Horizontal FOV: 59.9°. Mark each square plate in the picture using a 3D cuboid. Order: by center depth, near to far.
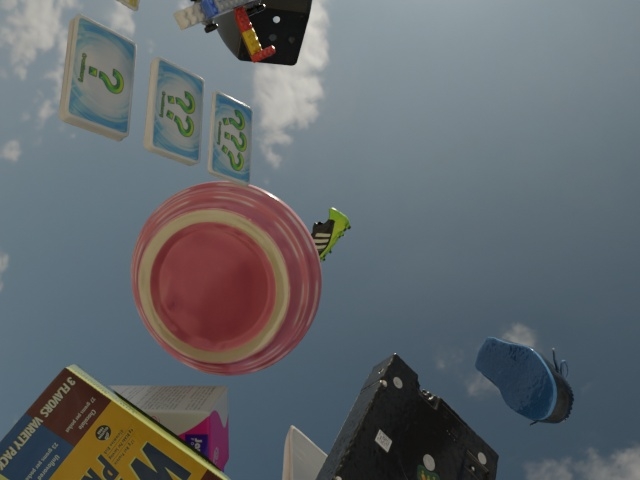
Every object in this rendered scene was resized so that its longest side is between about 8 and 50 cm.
[{"bbox_3d":[-0.005,0.630,1.187,0.049,0.344,0.347,-17,-136,18],"label":"square plate"}]

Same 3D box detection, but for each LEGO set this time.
[{"bbox_3d":[-0.101,-0.185,0.453,0.060,0.182,0.245,-8,-106,37],"label":"LEGO set"}]

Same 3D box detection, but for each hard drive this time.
[{"bbox_3d":[0.112,0.343,0.736,0.237,0.339,0.064,44,-53,-3],"label":"hard drive"}]

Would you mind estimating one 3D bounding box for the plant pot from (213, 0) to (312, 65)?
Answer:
[{"bbox_3d":[-0.111,-0.466,1.140,0.188,0.187,0.167,115,-31,-51],"label":"plant pot"}]

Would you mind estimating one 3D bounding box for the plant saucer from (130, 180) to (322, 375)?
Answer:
[{"bbox_3d":[-0.165,0.069,0.915,0.331,0.084,0.333,1,-82,7],"label":"plant saucer"}]

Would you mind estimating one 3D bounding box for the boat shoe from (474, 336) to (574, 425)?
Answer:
[{"bbox_3d":[0.320,0.201,0.835,0.089,0.258,0.109,24,-82,-4],"label":"boat shoe"}]

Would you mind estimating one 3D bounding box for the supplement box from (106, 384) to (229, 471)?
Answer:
[{"bbox_3d":[-0.243,0.267,0.758,0.219,0.114,0.111,-1,-88,2],"label":"supplement box"}]

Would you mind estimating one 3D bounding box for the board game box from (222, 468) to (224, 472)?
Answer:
[{"bbox_3d":[-0.227,0.346,0.962,0.045,0.193,0.147,-9,-103,11],"label":"board game box"}]

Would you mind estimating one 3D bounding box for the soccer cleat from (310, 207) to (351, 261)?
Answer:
[{"bbox_3d":[0.000,0.000,1.338,0.072,0.060,0.179,44,-68,13],"label":"soccer cleat"}]

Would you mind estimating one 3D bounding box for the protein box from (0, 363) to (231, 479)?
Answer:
[{"bbox_3d":[-0.210,0.235,0.543,0.136,0.199,0.201,-54,-169,-22],"label":"protein box"}]
